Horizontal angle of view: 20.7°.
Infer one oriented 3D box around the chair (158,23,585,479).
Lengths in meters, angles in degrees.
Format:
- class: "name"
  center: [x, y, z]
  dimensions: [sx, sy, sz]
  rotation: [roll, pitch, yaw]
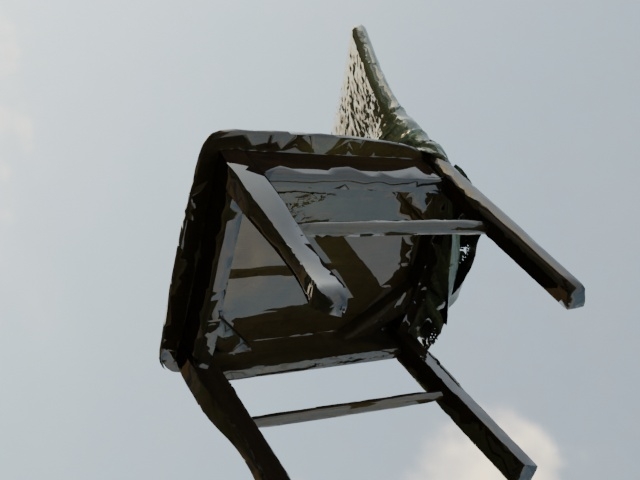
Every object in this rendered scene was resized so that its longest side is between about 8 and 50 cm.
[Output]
- class: "chair"
  center: [0.000, 0.000, 1.009]
  dimensions: [0.319, 0.186, 0.160]
  rotation: [-127, -139, -49]
